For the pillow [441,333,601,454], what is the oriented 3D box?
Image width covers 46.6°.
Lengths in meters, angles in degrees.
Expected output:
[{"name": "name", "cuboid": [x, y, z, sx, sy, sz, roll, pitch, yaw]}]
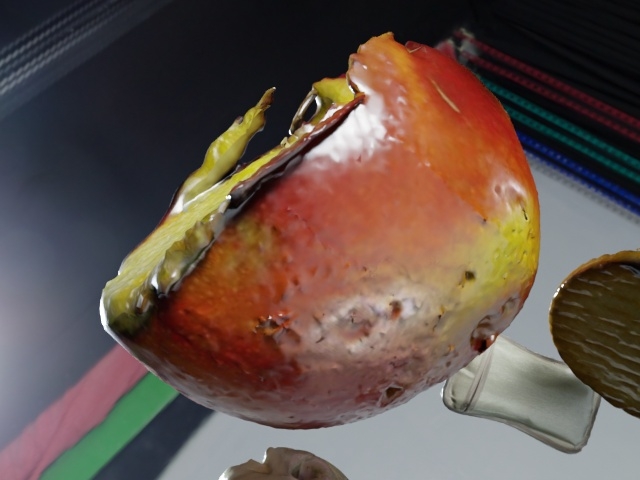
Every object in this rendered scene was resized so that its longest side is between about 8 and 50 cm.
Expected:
[{"name": "pillow", "cuboid": [0.290, 0.211, 1.050, 0.038, 0.233, 0.130, 177, 114, -81]}]

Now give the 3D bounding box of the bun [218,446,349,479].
[{"name": "bun", "cuboid": [-0.034, 0.333, 0.941, 0.178, 0.193, 0.127, -7, -50, -57]}]

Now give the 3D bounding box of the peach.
[{"name": "peach", "cuboid": [0.000, 0.000, 0.707, 0.417, 0.352, 0.339, -8, -4, -21]}]

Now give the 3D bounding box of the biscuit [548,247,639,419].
[{"name": "biscuit", "cuboid": [0.436, 0.134, 0.907, 0.040, 0.318, 0.317, -49, -24, -32]}]
